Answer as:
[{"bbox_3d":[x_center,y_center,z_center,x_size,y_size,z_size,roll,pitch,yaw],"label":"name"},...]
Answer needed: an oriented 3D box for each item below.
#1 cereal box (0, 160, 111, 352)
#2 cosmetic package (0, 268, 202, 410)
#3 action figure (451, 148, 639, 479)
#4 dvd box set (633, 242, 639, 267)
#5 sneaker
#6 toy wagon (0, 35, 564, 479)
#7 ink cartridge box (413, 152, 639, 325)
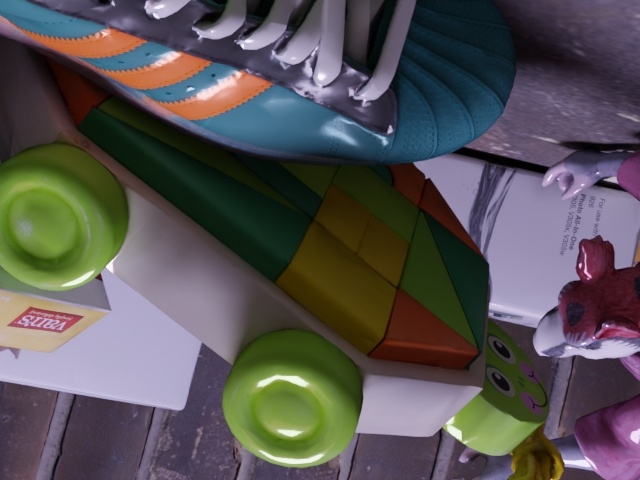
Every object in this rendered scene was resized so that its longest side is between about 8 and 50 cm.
[{"bbox_3d":[-0.191,-0.073,0.441,0.047,0.240,0.173,-34,154,21],"label":"cereal box"},{"bbox_3d":[-0.380,0.026,1.475,0.327,0.329,0.394,18,175,-36],"label":"cosmetic package"},{"bbox_3d":[0.255,0.073,0.656,0.276,0.248,0.370,10,177,33],"label":"action figure"},{"bbox_3d":[0.435,0.059,1.100,0.420,0.062,0.307,11,175,30],"label":"dvd box set"},{"bbox_3d":[-0.050,-0.097,0.350,0.302,0.108,0.121,17,179,-20],"label":"sneaker"},{"bbox_3d":[0.000,0.000,0.515,0.344,0.068,0.267,38,-155,-6],"label":"toy wagon"},{"bbox_3d":[0.114,-0.004,0.915,0.289,0.121,0.211,13,176,3],"label":"ink cartridge box"}]
